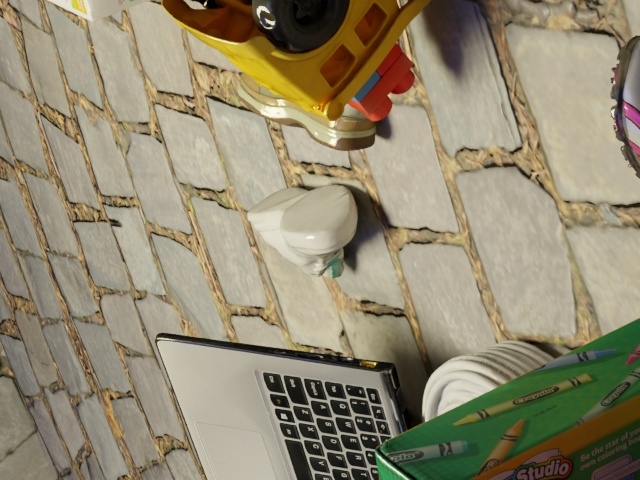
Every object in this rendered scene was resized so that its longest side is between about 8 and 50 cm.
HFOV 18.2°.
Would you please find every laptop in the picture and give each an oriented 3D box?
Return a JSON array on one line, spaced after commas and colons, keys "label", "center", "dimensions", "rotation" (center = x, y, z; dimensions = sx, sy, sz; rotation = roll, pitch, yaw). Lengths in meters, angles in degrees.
[{"label": "laptop", "center": [0.015, 0.323, 1.910], "dimensions": [0.408, 0.236, 0.382], "rotation": [7, 132, 27]}]

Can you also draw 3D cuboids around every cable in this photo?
[{"label": "cable", "center": [0.184, 0.213, 1.729], "dimensions": [0.257, 0.089, 0.257], "rotation": [9, 119, 64]}]

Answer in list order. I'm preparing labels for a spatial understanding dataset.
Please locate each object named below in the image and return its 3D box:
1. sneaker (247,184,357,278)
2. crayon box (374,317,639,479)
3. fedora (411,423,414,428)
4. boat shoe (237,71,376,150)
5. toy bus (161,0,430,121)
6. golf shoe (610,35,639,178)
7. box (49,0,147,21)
[{"label": "sneaker", "center": [0.000, 0.000, 1.983], "dimensions": [0.094, 0.080, 0.212], "rotation": [60, 167, -14]}, {"label": "crayon box", "center": [0.184, 0.175, 1.432], "dimensions": [0.081, 0.278, 0.165], "rotation": [33, 140, 53]}, {"label": "fedora", "center": [0.047, 0.235, 2.075], "dimensions": [0.194, 0.079, 0.194], "rotation": [49, 152, 37]}, {"label": "boat shoe", "center": [-0.011, -0.145, 1.874], "dimensions": [0.190, 0.068, 0.072], "rotation": [26, 123, 45]}, {"label": "toy bus", "center": [0.018, -0.205, 1.622], "dimensions": [0.211, 0.220, 0.149], "rotation": [42, 173, -39]}, {"label": "golf shoe", "center": [0.255, -0.054, 1.355], "dimensions": [0.086, 0.067, 0.186], "rotation": [-7, 106, 40]}, {"label": "box", "center": [-0.258, -0.325, 2.197], "dimensions": [0.203, 0.103, 0.114], "rotation": [31, 139, 56]}]
